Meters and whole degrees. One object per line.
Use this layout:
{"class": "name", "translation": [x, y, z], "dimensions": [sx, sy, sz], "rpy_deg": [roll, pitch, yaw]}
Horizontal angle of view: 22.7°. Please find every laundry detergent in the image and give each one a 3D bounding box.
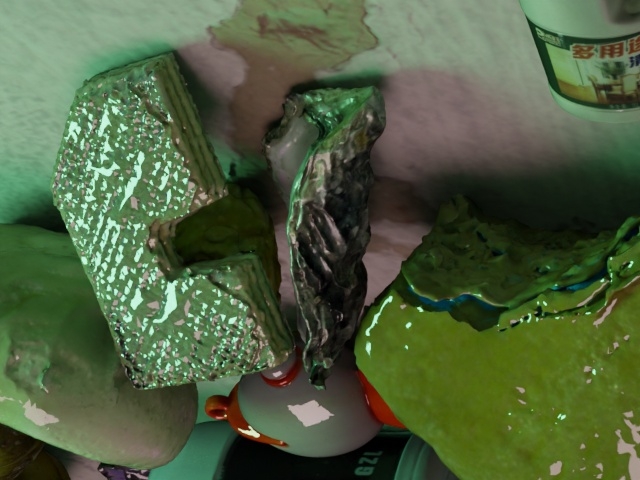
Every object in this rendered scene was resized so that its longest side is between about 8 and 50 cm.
{"class": "laundry detergent", "translation": [0.161, -0.159, 0.929], "dimensions": [0.099, 0.070, 0.226], "rpy_deg": [6, 150, 25]}

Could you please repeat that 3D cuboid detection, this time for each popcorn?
{"class": "popcorn", "translation": [-0.084, 0.015, 1.256], "dimensions": [0.106, 0.116, 0.121], "rpy_deg": [-2, 139, 3]}

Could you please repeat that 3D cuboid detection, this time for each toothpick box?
{"class": "toothpick box", "translation": [-0.030, 0.313, 1.627], "dimensions": [0.354, 0.263, 0.263], "rpy_deg": [2, 149, 18]}

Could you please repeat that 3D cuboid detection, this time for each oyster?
{"class": "oyster", "translation": [-0.003, 0.000, 1.204], "dimensions": [0.087, 0.252, 0.199], "rpy_deg": [1, -169, -3]}

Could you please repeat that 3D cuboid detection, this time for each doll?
{"class": "doll", "translation": [0.051, 0.133, 1.446], "dimensions": [0.336, 0.105, 0.200], "rpy_deg": [-11, 146, 19]}

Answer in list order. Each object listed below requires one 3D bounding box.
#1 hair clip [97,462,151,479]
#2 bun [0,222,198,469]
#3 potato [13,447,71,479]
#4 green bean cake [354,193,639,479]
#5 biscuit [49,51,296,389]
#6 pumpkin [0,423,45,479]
{"class": "hair clip", "translation": [-0.161, 0.287, 1.823], "dimensions": [0.195, 0.052, 0.124], "rpy_deg": [10, 145, 12]}
{"class": "bun", "translation": [-0.224, 0.067, 1.343], "dimensions": [0.283, 0.179, 0.283], "rpy_deg": [26, 176, 2]}
{"class": "potato", "translation": [-0.395, 0.308, 1.838], "dimensions": [0.176, 0.195, 0.369], "rpy_deg": [48, 158, 5]}
{"class": "green bean cake", "translation": [0.211, 0.051, 1.149], "dimensions": [0.285, 0.202, 0.310], "rpy_deg": [47, 128, 4]}
{"class": "biscuit", "translation": [-0.120, -0.007, 1.177], "dimensions": [0.147, 0.046, 0.250], "rpy_deg": [-10, 108, 34]}
{"class": "pumpkin", "translation": [-0.376, 0.175, 1.591], "dimensions": [0.219, 0.162, 0.219], "rpy_deg": [6, 146, 4]}
